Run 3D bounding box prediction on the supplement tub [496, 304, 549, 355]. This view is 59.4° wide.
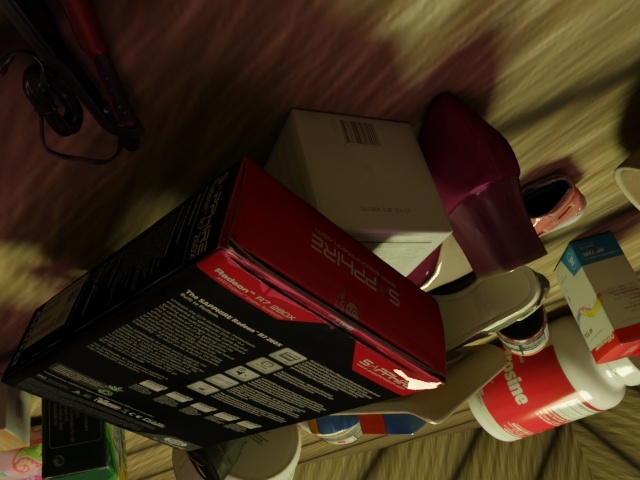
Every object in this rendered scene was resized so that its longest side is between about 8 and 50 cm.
[{"bbox_3d":[0.416,0.179,1.160,0.106,0.106,0.198,-22,152,14],"label":"supplement tub"}]

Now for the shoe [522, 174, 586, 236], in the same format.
[{"bbox_3d":[0.269,-0.024,0.766,0.178,0.064,0.081,-33,146,21],"label":"shoe"}]

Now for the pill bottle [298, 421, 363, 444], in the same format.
[{"bbox_3d":[0.034,0.375,1.273,0.162,0.162,0.278,-17,152,4],"label":"pill bottle"}]

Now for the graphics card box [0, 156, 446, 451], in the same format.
[{"bbox_3d":[-0.103,0.096,0.523,0.232,0.094,0.370,35,134,-31],"label":"graphics card box"}]

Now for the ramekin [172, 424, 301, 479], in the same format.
[{"bbox_3d":[-0.164,0.426,1.179,0.272,0.273,0.127,2,137,-28],"label":"ramekin"}]

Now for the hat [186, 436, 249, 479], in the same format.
[{"bbox_3d":[-0.180,0.311,0.955,0.133,0.331,0.331,-30,158,-21],"label":"hat"}]

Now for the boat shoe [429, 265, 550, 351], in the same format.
[{"bbox_3d":[0.254,0.130,0.987,0.305,0.109,0.091,-32,153,35],"label":"boat shoe"}]

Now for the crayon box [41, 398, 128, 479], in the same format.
[{"bbox_3d":[-0.354,0.280,0.867,0.083,0.203,0.323,-6,151,-17],"label":"crayon box"}]

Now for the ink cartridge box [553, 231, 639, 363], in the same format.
[{"bbox_3d":[0.493,0.120,0.952,0.077,0.231,0.134,-16,152,1],"label":"ink cartridge box"}]

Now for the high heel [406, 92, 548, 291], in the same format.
[{"bbox_3d":[0.133,-0.033,0.695,0.127,0.182,0.377,-22,175,-18],"label":"high heel"}]

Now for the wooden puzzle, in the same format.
[{"bbox_3d":[0.113,0.262,0.982,0.347,0.081,0.322,-9,-179,37],"label":"wooden puzzle"}]

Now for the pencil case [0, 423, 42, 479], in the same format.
[{"bbox_3d":[-0.622,0.415,1.085,0.284,0.124,0.124,2,148,-30],"label":"pencil case"}]

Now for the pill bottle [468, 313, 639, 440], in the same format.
[{"bbox_3d":[0.571,0.322,1.363,0.228,0.229,0.407,10,143,-38],"label":"pill bottle"}]

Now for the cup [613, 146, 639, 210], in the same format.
[{"bbox_3d":[0.534,-0.070,0.592,0.331,0.331,0.237,23,108,-49],"label":"cup"}]

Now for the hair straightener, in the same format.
[{"bbox_3d":[-0.188,-0.124,0.389,0.088,0.047,0.230,-12,156,-5],"label":"hair straightener"}]

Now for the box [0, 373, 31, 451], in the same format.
[{"bbox_3d":[-0.573,0.290,0.898,0.170,0.091,0.130,-8,152,-13],"label":"box"}]

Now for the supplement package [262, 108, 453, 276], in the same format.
[{"bbox_3d":[0.000,0.000,0.597,0.138,0.134,0.244,1,148,-27],"label":"supplement package"}]
